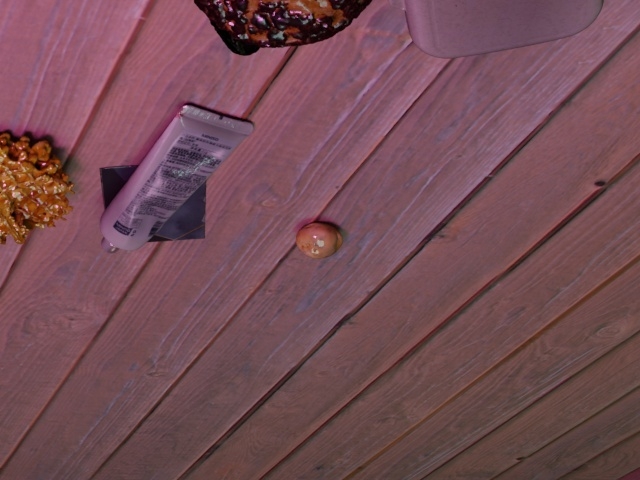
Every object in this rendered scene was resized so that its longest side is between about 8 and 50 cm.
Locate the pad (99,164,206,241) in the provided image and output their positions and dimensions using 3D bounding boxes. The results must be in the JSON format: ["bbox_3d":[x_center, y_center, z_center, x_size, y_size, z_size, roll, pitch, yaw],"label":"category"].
[{"bbox_3d":[-0.264,-0.056,2.032,0.164,0.004,0.243,-4,151,-8],"label":"pad"}]

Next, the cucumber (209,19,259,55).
[{"bbox_3d":[-0.114,-0.299,1.559,0.074,0.074,0.241,-12,152,6],"label":"cucumber"}]

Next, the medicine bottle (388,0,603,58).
[{"bbox_3d":[0.206,-0.364,1.472,0.282,0.123,0.375,-11,152,4],"label":"medicine bottle"}]

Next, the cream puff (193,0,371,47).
[{"bbox_3d":[-0.042,-0.321,1.352,0.239,0.239,0.165,-17,-171,15],"label":"cream puff"}]

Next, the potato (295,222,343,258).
[{"bbox_3d":[0.000,0.000,2.158,0.068,0.062,0.083,-14,177,42],"label":"potato"}]

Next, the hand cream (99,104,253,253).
[{"bbox_3d":[-0.242,-0.087,1.927,0.124,0.077,0.340,15,135,-35],"label":"hand cream"}]

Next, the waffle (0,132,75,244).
[{"bbox_3d":[-0.456,-0.074,1.839,0.197,0.070,0.193,4,137,-8],"label":"waffle"}]
